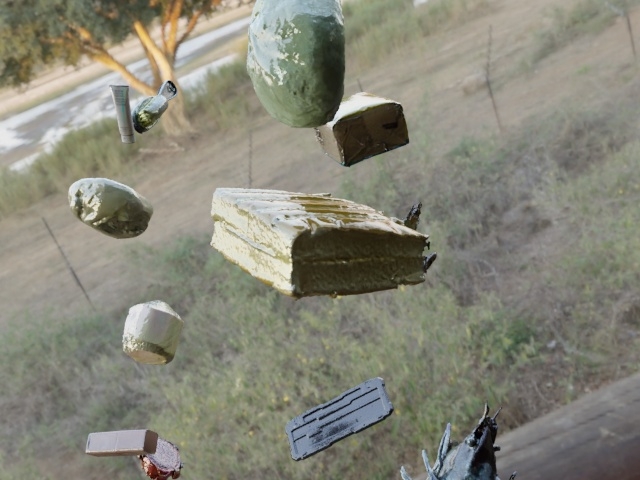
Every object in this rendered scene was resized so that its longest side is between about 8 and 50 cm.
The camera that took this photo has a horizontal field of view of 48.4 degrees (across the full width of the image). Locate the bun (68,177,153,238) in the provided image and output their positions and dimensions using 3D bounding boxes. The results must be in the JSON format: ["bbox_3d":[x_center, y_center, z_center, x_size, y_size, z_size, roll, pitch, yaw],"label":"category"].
[{"bbox_3d":[-0.545,-0.073,1.839,0.237,0.210,0.116,-2,63,42],"label":"bun"}]

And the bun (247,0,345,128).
[{"bbox_3d":[-0.035,-0.234,0.904,0.118,0.195,0.195,-4,20,-11],"label":"bun"}]

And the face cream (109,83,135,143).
[{"bbox_3d":[-0.362,-0.233,1.314,0.038,0.115,0.020,4,36,8],"label":"face cream"}]

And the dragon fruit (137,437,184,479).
[{"bbox_3d":[-0.401,0.547,1.755,0.068,0.126,0.112,-54,6,20],"label":"dragon fruit"}]

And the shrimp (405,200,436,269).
[{"bbox_3d":[0.151,0.000,1.101,0.023,0.083,0.114,6,76,63],"label":"shrimp"}]

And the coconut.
[{"bbox_3d":[-0.335,0.178,1.429,0.116,0.116,0.122,-9,57,29],"label":"coconut"}]

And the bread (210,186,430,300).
[{"bbox_3d":[0.000,0.000,1.032,0.246,0.111,0.239,-1,17,-35],"label":"bread"}]

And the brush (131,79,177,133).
[{"bbox_3d":[-0.421,-0.368,1.882,0.060,0.068,0.297,-23,26,22],"label":"brush"}]

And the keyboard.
[{"bbox_3d":[0.038,0.397,1.584,0.262,0.016,0.106,-30,50,14],"label":"keyboard"}]

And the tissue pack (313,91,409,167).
[{"bbox_3d":[0.059,-0.185,1.147,0.120,0.082,0.169,-20,20,-7],"label":"tissue pack"}]

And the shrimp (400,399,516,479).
[{"bbox_3d":[0.225,0.475,1.213,0.166,0.221,0.410,159,128,-68],"label":"shrimp"}]

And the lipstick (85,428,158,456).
[{"bbox_3d":[-0.398,0.407,1.427,0.145,0.045,0.045,-10,59,23],"label":"lipstick"}]
